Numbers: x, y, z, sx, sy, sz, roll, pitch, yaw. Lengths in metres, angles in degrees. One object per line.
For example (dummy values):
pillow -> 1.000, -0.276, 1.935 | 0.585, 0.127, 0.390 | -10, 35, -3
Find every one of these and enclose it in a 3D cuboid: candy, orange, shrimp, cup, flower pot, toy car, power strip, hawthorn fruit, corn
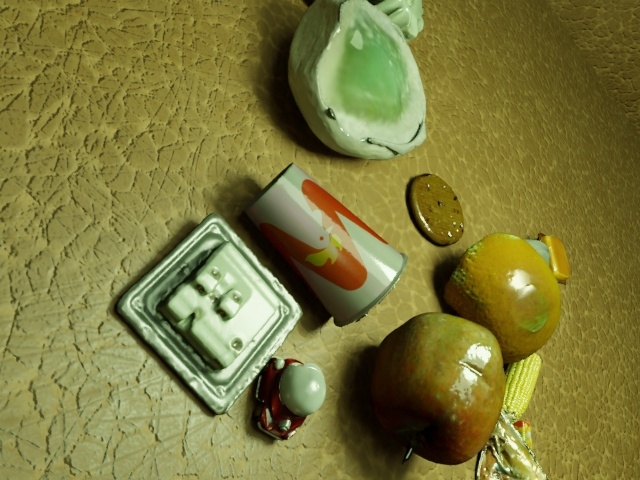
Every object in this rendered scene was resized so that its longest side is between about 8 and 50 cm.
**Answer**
candy -> 0.097, -0.360, 1.375 | 0.426, 0.186, 0.386 | 15, 70, -42
orange -> 0.471, 0.142, 1.453 | 0.262, 0.196, 0.335 | -26, 97, -29
shrimp -> 0.416, 0.512, 1.352 | 0.164, 0.062, 0.317 | -17, 64, -17
candy -> 0.480, 0.506, 1.432 | 0.038, 0.062, 0.122 | 29, 53, -35
cup -> 0.000, 0.000, 1.128 | 0.288, 0.203, 0.203 | 45, 46, -10
flower pot -> 0.127, -0.690, 1.579 | 0.367, 0.164, 0.254 | 15, 67, -41
toy car -> -0.043, 0.263, 1.001 | 0.112, 0.112, 0.139 | 38, 48, -26
power strip -> -0.159, 0.111, 0.972 | 0.257, 0.092, 0.251 | 50, 45, -13
hawthorn fruit -> 0.223, 0.302, 1.138 | 0.267, 0.267, 0.301 | 41, 57, -23
corn -> 0.505, 0.371, 1.505 | 0.081, 0.081, 0.248 | 56, 43, -9

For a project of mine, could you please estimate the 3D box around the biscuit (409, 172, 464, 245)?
biscuit -> 0.309, -0.082, 1.560 | 0.212, 0.036, 0.212 | 20, 58, -35

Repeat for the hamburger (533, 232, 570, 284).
hamburger -> 0.711, 0.060, 1.849 | 0.137, 0.087, 0.166 | 19, 58, -37

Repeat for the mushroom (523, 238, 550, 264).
mushroom -> 0.546, 0.085, 1.653 | 0.328, 0.122, 0.159 | -10, 69, -45
